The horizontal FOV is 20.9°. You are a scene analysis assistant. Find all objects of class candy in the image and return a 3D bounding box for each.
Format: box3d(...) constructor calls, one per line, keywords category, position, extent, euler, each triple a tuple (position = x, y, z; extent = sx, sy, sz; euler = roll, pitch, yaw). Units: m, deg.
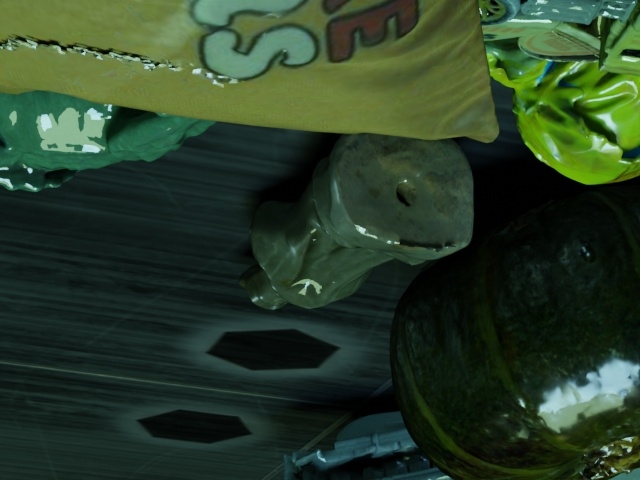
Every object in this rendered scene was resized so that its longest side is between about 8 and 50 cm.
box3d(category="candy", position=(0.045, -0.091, 0.748), extent=(0.262, 0.077, 0.073), euler=(18, 168, -18))

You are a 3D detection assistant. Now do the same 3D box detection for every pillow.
box3d(category="pillow", position=(-0.094, -0.143, 0.508), extent=(0.312, 0.119, 0.310), euler=(6, 141, 9))

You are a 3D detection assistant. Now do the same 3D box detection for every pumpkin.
box3d(category="pumpkin", position=(0.144, 0.053, 0.957), extent=(0.224, 0.157, 0.223), euler=(-16, 164, -5))

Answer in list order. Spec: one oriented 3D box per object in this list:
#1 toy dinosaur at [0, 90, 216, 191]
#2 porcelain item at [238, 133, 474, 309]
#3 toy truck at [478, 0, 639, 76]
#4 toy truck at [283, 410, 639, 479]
box3d(category="toy dinosaur", position=(-0.098, -0.071, 0.770), extent=(0.292, 0.079, 0.120), euler=(-10, 162, 40))
box3d(category="porcelain item", position=(0.000, 0.000, 0.968), extent=(0.081, 0.069, 0.216), euler=(6, 162, -24))
box3d(category="toy truck", position=(0.083, -0.107, 0.669), extent=(0.191, 0.085, 0.116), euler=(7, 165, -3))
box3d(category="toy truck", position=(0.135, 0.185, 1.313), extent=(0.338, 0.133, 0.184), euler=(-8, 146, 15))
